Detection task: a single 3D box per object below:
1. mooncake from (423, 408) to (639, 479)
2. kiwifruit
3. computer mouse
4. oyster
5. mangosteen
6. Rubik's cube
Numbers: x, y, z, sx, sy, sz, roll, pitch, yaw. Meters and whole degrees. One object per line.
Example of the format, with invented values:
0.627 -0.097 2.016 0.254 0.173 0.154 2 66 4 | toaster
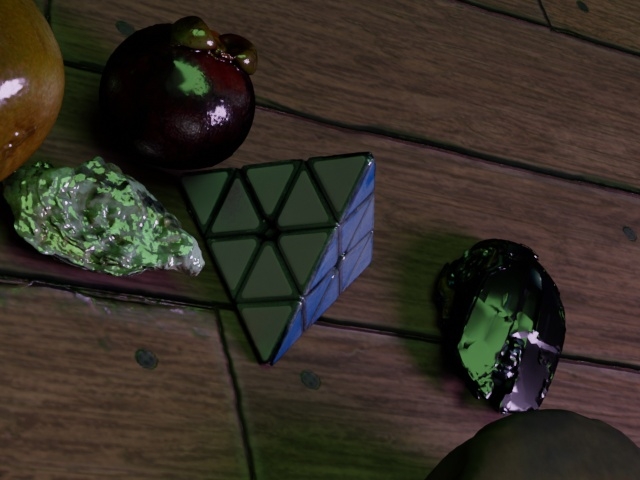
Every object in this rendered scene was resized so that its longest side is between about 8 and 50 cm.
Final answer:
0.196 0.290 1.337 0.290 0.161 0.290 21 43 -21 | mooncake
-0.322 -0.150 1.297 0.234 0.196 0.196 43 39 9 | kiwifruit
0.187 0.074 1.599 0.146 0.077 0.242 29 40 -12 | computer mouse
-0.190 -0.020 1.389 0.177 0.064 0.125 9 53 -31 | oyster
-0.127 -0.140 1.479 0.152 0.152 0.152 22 43 -22 | mangosteen
0.000 0.000 1.438 0.211 0.178 0.190 20 47 -23 | Rubik's cube
